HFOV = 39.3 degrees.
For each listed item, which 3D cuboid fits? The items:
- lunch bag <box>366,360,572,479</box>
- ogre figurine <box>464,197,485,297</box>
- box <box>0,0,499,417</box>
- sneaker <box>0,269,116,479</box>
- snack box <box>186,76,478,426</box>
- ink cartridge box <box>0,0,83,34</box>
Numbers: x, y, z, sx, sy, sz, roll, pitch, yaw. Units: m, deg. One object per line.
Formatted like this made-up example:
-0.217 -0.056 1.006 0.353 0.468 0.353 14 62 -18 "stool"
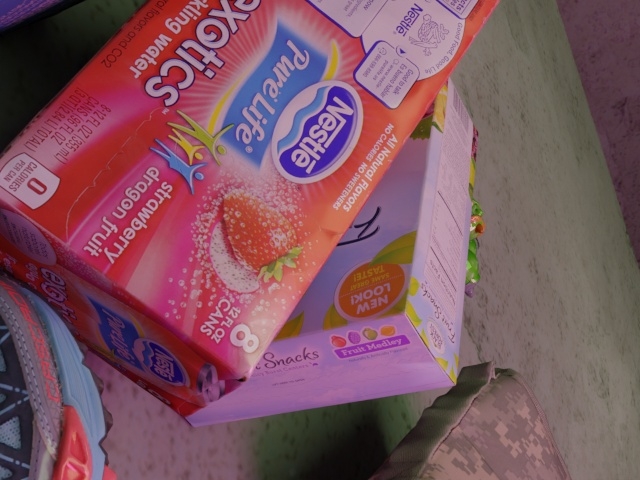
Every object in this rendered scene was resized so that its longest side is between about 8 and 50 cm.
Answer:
0.102 0.248 0.623 0.235 0.168 0.287 -21 100 -62 "lunch bag"
0.099 -0.021 0.837 0.118 0.096 0.197 -102 174 -45 "ogre figurine"
-0.033 -0.058 0.436 0.128 0.122 0.257 36 63 -5 "box"
-0.149 0.118 0.293 0.125 0.104 0.262 35 47 -48 "sneaker"
0.000 0.000 0.547 0.070 0.174 0.207 53 34 -37 "snack box"
-0.189 -0.204 0.333 0.270 0.151 0.395 66 28 -17 "ink cartridge box"
